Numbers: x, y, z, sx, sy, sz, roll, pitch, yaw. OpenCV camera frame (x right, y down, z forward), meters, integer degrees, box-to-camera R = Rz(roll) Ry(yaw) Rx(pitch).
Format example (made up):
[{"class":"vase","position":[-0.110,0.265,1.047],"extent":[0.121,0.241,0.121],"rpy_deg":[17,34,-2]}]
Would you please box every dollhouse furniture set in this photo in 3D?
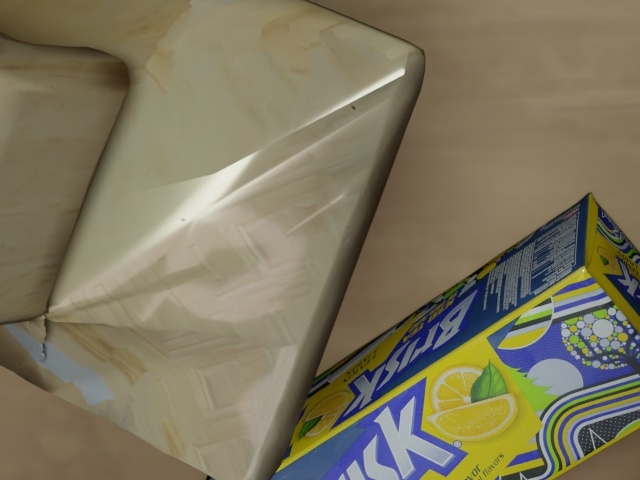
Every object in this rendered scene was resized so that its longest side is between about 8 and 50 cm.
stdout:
[{"class":"dollhouse furniture set","position":[0.000,0.000,0.513],"extent":[0.394,0.256,0.362],"rpy_deg":[25,102,22]}]

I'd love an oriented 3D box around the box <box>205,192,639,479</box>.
[{"class":"box","position":[0.039,0.060,0.645],"extent":[0.169,0.054,0.059],"rpy_deg":[-35,105,25]}]
